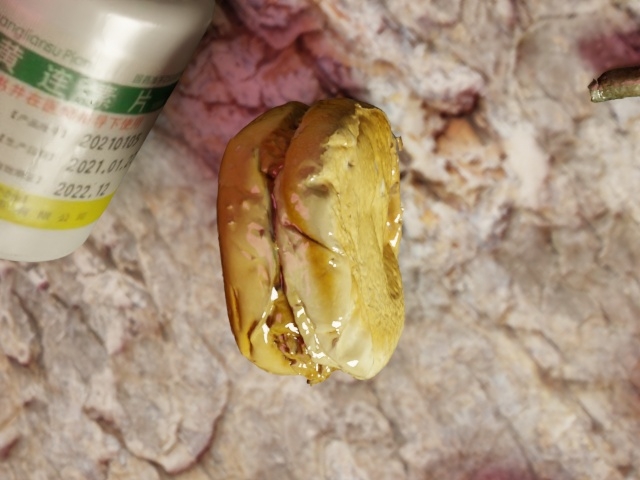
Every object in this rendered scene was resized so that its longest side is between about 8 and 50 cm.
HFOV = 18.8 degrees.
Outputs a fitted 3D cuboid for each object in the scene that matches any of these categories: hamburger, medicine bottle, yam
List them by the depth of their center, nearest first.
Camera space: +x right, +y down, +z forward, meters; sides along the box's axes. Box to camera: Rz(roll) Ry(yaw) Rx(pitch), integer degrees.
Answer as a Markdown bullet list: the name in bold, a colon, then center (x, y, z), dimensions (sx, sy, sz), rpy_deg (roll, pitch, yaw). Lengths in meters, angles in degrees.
- **yam**: center (0.251, -0.120, 1.361), dimensions (0.129, 0.027, 0.033), rpy_deg (-6, 112, 23)
- **hamburger**: center (-0.001, 0.001, 1.396), dimensions (0.108, 0.214, 0.213), rpy_deg (1, 105, 19)
- **medicine bottle**: center (-0.191, -0.173, 1.413), dimensions (0.208, 0.208, 0.339), rpy_deg (36, 114, 8)

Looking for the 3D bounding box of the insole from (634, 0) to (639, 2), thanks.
- **insole**: center (0.164, -0.211, 1.382), dimensions (0.197, 0.004, 0.065), rpy_deg (19, 110, 15)
